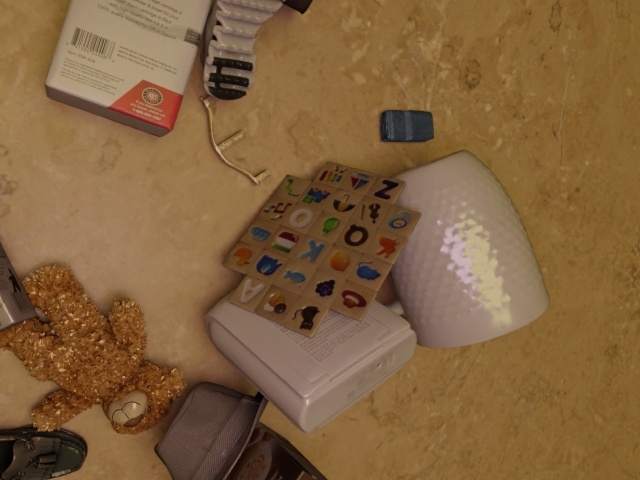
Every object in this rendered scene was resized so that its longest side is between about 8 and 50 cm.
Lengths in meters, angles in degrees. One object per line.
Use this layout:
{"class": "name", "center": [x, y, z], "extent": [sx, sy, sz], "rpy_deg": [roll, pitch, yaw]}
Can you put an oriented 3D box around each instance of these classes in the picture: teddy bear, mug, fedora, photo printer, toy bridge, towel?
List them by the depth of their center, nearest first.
{"class": "teddy bear", "center": [-0.379, 0.195, 0.955], "extent": [0.245, 0.113, 0.337], "rpy_deg": [-29, 104, -19]}
{"class": "fedora", "center": [-0.193, 0.329, 0.986], "extent": [0.124, 0.275, 0.243], "rpy_deg": [33, 99, 3]}
{"class": "photo printer", "center": [-0.032, 0.157, 1.011], "extent": [0.256, 0.308, 0.107], "rpy_deg": [-28, 131, -33]}
{"class": "toy bridge", "center": [-0.167, -0.181, 1.079], "extent": [0.063, 0.026, 0.188], "rpy_deg": [-37, 107, -17]}
{"class": "mug", "center": [0.214, 0.020, 1.157], "extent": [0.375, 0.276, 0.327], "rpy_deg": [-20, 95, 8]}
{"class": "towel", "center": [0.182, -0.240, 1.236], "extent": [0.120, 0.029, 0.067], "rpy_deg": [-4, 95, -24]}

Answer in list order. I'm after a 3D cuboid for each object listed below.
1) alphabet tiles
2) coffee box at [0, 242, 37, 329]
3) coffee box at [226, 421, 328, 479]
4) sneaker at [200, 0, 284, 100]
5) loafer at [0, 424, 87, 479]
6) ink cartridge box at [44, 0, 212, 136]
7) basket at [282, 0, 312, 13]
{"class": "alphabet tiles", "center": [0.000, 0.000, 1.027], "extent": [0.342, 0.285, 0.011], "rpy_deg": [-57, 149, -26]}
{"class": "coffee box", "center": [-0.555, 0.014, 0.821], "extent": [0.168, 0.119, 0.297], "rpy_deg": [-26, 93, -11]}
{"class": "coffee box", "center": [-0.083, 0.432, 1.028], "extent": [0.098, 0.247, 0.141], "rpy_deg": [41, 76, -21]}
{"class": "sneaker", "center": [-0.136, -0.384, 0.970], "extent": [0.110, 0.118, 0.292], "rpy_deg": [7, 127, -33]}
{"class": "loafer", "center": [-0.504, 0.341, 0.917], "extent": [0.268, 0.084, 0.096], "rpy_deg": [14, 86, -25]}
{"class": "ink cartridge box", "center": [-0.305, -0.334, 0.958], "extent": [0.197, 0.114, 0.272], "rpy_deg": [18, 86, -24]}
{"class": "basket", "center": [-0.105, -0.514, 1.016], "extent": [0.227, 0.204, 0.154], "rpy_deg": [19, 116, -17]}
